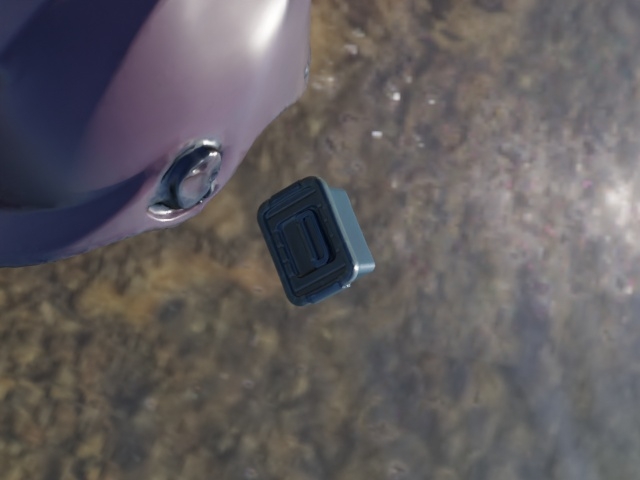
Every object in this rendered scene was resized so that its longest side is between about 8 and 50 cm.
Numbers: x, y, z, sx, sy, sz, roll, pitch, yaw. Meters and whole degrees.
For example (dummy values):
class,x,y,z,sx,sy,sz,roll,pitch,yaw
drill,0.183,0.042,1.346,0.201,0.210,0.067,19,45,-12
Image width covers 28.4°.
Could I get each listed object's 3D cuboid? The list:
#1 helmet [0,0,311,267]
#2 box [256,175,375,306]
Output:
class,x,y,z,sx,sy,sz,roll,pitch,yaw
helmet,-0.148,-0.157,0.797,0.338,0.271,0.197,-38,155,-30
box,0.000,0.000,1.070,0.054,0.074,0.099,-4,69,-56
